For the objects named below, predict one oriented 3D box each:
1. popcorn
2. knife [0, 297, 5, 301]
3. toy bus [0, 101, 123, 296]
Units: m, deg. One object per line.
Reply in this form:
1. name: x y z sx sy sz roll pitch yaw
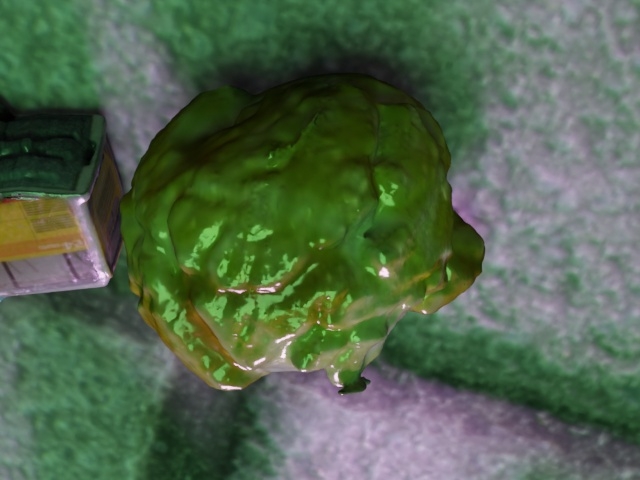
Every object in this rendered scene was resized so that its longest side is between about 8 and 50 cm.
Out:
1. popcorn: 0.000 0.000 0.814 0.198 0.198 0.212 -37 145 24
2. knife: -0.226 0.050 0.955 0.027 0.010 0.096 37 115 -15
3. toy bus: -0.251 -0.014 0.876 0.268 0.092 0.106 -6 130 9
